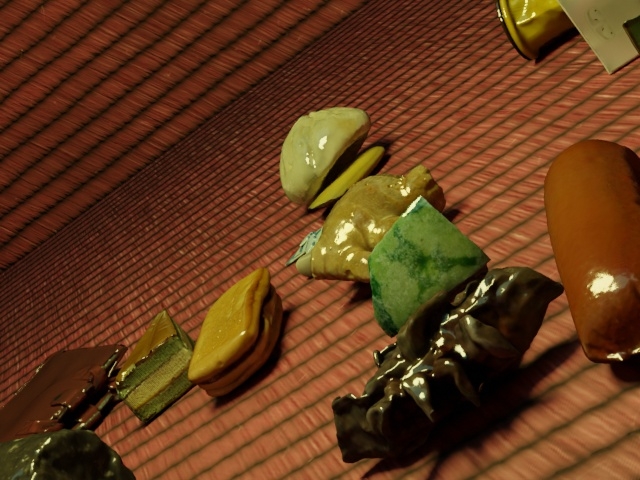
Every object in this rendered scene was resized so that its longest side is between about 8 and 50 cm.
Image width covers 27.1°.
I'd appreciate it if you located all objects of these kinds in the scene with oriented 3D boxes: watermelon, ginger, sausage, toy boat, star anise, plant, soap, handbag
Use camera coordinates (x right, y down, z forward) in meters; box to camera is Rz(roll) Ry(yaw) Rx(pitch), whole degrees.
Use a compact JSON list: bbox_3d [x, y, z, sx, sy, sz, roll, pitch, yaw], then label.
[{"bbox_3d":[0.124,0.010,1.310,0.158,0.098,0.121,-18,-21,-40],"label":"watermelon"},{"bbox_3d":[0.072,-0.023,1.644,0.157,0.102,0.216,-13,30,46],"label":"ginger"},{"bbox_3d":[0.253,-0.003,1.179,0.097,0.094,0.348,-34,17,20],"label":"sausage"},{"bbox_3d":[0.008,-0.009,1.917,0.105,0.034,0.149,-50,6,-25],"label":"toy boat"},{"bbox_3d":[0.107,0.102,1.205,0.220,0.099,0.214,-45,9,-26],"label":"star anise"},{"bbox_3d":[-0.359,0.335,1.502,0.320,0.181,0.194,-30,23,38],"label":"plant"},{"bbox_3d":[0.038,-0.089,2.037,0.168,0.033,0.089,-47,9,-28],"label":"soap"},{"bbox_3d":[-0.416,0.267,2.021,0.260,0.084,0.275,-46,17,-31],"label":"handbag"}]

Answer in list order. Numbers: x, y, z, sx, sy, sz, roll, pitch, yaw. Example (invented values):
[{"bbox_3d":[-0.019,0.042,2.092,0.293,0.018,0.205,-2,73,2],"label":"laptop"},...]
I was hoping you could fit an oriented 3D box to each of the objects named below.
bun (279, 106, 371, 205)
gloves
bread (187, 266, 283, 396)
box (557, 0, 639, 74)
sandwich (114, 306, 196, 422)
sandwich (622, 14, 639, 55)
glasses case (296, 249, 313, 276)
[{"bbox_3d":[-0.003,-0.147,2.082,0.183,0.102,0.183,-51,-4,-6],"label":"bun"},{"bbox_3d":[0.402,-0.366,1.871,0.294,0.116,0.133,-23,29,29],"label":"gloves"},{"bbox_3d":[-0.104,0.120,1.702,0.116,0.077,0.200,-33,18,18],"label":"bread"},{"bbox_3d":[0.377,-0.297,1.649,0.129,0.130,0.051,-33,16,23],"label":"box"},{"bbox_3d":[-0.230,0.170,1.846,0.113,0.079,0.163,-39,16,-2],"label":"sandwich"},{"bbox_3d":[0.382,-0.218,1.442,0.074,0.116,0.074,-33,17,22],"label":"sandwich"},{"bbox_3d":[0.002,0.025,1.804,0.083,0.032,0.021,-29,23,34],"label":"glasses case"}]
